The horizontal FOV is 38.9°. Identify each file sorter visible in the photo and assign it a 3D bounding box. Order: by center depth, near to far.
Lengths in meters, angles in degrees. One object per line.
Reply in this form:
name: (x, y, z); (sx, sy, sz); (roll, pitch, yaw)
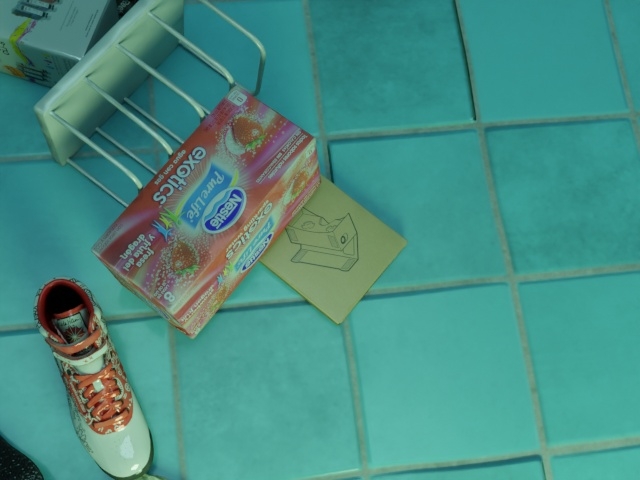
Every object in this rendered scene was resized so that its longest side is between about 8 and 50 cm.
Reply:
file sorter: (-0.230, -0.195, 1.273); (0.173, 0.193, 0.277); (38, 73, 4)

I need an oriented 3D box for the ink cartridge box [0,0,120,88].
ink cartridge box: (-0.398, -0.307, 1.324); (0.176, 0.128, 0.127); (17, 72, 1)

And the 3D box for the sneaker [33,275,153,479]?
sneaker: (-0.296, 0.175, 1.161); (0.090, 0.145, 0.270); (-21, 71, -10)

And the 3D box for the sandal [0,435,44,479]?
sandal: (-0.415, 0.295, 1.181); (0.067, 0.040, 0.179); (-39, 65, -21)

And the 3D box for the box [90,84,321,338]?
box: (-0.144, -0.036, 1.231); (0.142, 0.154, 0.300); (35, 75, 15)

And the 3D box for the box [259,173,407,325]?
box: (0.000, 0.000, 1.319); (0.201, 0.021, 0.164); (39, 73, 8)

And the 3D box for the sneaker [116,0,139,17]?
sneaker: (-0.328, -0.402, 1.346); (0.276, 0.098, 0.135); (-1, 80, -32)

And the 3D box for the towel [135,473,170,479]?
towel: (-0.236, 0.377, 1.172); (0.110, 0.027, 0.148); (19, 72, 2)
